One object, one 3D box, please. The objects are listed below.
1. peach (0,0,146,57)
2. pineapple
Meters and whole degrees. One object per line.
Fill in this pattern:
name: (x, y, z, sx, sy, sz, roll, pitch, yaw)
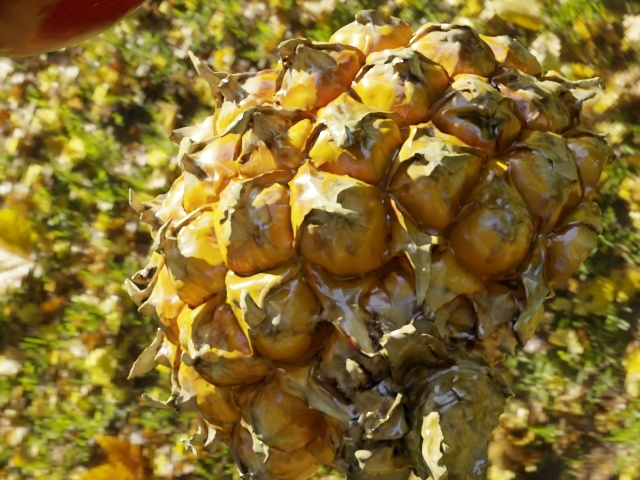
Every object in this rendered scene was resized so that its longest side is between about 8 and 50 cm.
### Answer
peach: (-0.164, -0.197, 0.604, 0.200, 0.243, 0.243, -23, 70, 16)
pineapple: (0.000, 0.002, 0.757, 0.344, 0.209, 0.286, -43, 21, 15)
